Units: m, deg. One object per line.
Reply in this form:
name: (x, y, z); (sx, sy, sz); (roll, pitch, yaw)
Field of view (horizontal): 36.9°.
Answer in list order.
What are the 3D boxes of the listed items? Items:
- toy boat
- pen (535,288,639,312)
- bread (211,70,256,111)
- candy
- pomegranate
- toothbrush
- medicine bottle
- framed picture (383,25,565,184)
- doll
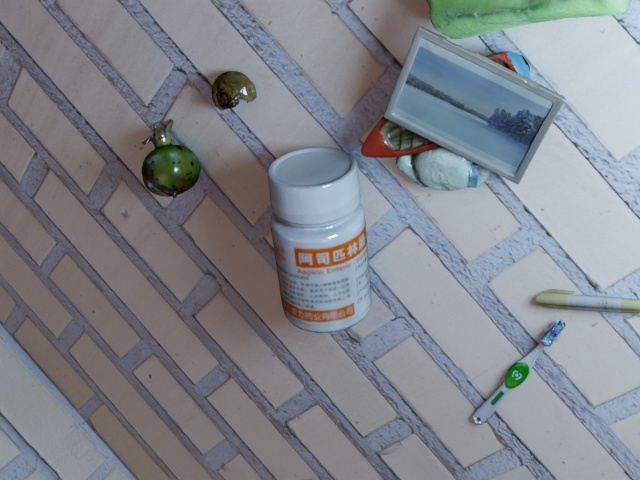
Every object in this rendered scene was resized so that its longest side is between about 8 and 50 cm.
toy boat: (0.230, -0.251, 1.834); (0.392, 0.079, 0.136); (-24, 105, 45)
pen: (0.532, 0.119, 1.885); (0.233, 0.032, 0.040); (0, 95, 37)
bread: (-0.202, -0.334, 2.140); (0.113, 0.060, 0.082); (-13, 112, 45)
candy: (0.340, -0.423, 1.598); (0.343, 0.132, 0.142); (1, 77, 36)
pomegranate: (-0.376, -0.187, 2.334); (0.169, 0.148, 0.148); (54, 137, 5)
toothbrush: (0.427, 0.295, 2.094); (0.042, 0.040, 0.418); (37, 140, 10)
medicine bottle: (0.000, 0.000, 2.101); (0.211, 0.211, 0.372); (16, 128, 31)
framed picture: (0.274, -0.243, 1.753); (0.289, 0.016, 0.213); (28, 136, 7)
doll: (0.247, -0.144, 1.897); (0.214, 0.071, 0.104); (-1, 120, 32)
